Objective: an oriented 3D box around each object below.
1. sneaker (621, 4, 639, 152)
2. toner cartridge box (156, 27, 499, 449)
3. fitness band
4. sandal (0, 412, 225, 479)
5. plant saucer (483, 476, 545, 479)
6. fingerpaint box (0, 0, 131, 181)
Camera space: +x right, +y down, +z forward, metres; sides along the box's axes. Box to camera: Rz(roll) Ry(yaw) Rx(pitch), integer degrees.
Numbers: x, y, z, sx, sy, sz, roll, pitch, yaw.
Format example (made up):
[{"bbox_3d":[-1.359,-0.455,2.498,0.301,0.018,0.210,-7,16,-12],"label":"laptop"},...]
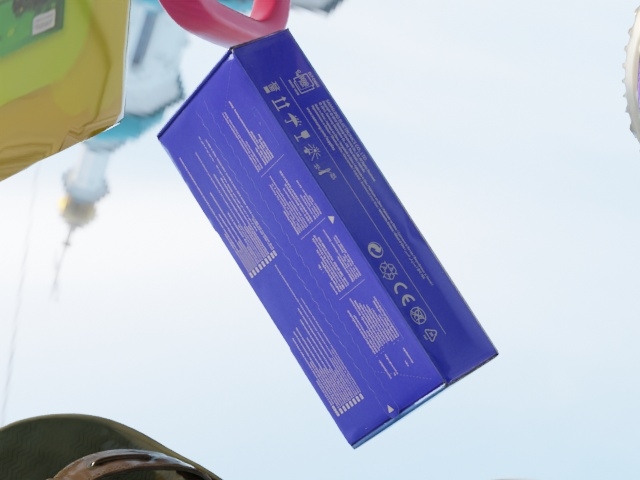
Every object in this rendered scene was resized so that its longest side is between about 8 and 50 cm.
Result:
[{"bbox_3d":[0.296,-0.168,1.143,0.102,0.293,0.146,2,-168,-18],"label":"sneaker"},{"bbox_3d":[0.000,0.000,1.476,0.075,0.165,0.348,-26,-99,-38],"label":"toner cartridge box"},{"bbox_3d":[-0.111,-0.311,1.743,0.291,0.054,0.209,10,-111,-65],"label":"fitness band"},{"bbox_3d":[-0.127,0.193,1.168,0.303,0.086,0.120,16,-111,25],"label":"sandal"},{"bbox_3d":[0.204,0.264,1.263,0.241,0.241,0.037,39,-119,15],"label":"plant saucer"},{"bbox_3d":[-0.217,-0.131,0.247,0.163,0.371,0.445,25,-143,24],"label":"fingerpaint box"}]
